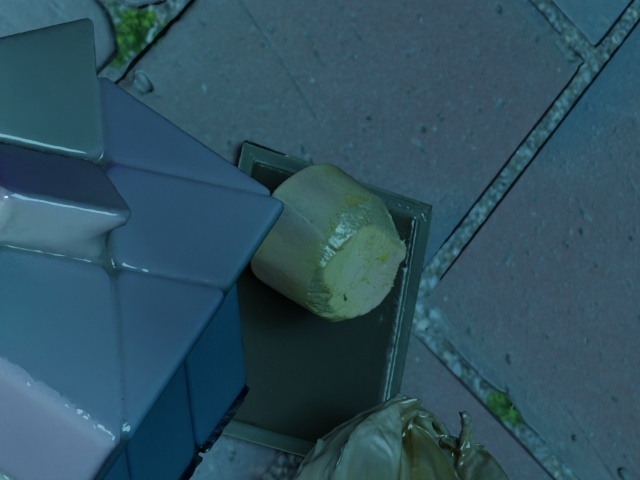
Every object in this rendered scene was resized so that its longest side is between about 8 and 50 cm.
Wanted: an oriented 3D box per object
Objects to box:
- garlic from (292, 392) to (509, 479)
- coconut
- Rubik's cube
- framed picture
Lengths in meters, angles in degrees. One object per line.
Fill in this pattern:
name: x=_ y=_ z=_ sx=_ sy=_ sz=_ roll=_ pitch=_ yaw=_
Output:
garlic: x=0.060 y=0.234 z=1.634 sx=0.229 sy=0.143 sz=0.178 roll=21 pitch=59 yaw=-31
coconut: x=0.000 y=0.000 z=1.639 sx=0.116 sy=0.122 sz=0.116 roll=-25 pitch=132 yaw=-31
Rubik's cube: x=-0.239 y=0.059 z=1.361 sx=0.368 sy=0.358 sz=0.387 roll=35 pitch=41 yaw=0
framed picture: x=-0.007 y=0.061 z=1.696 sx=0.197 sy=0.014 sz=0.252 roll=18 pitch=73 yaw=-25
